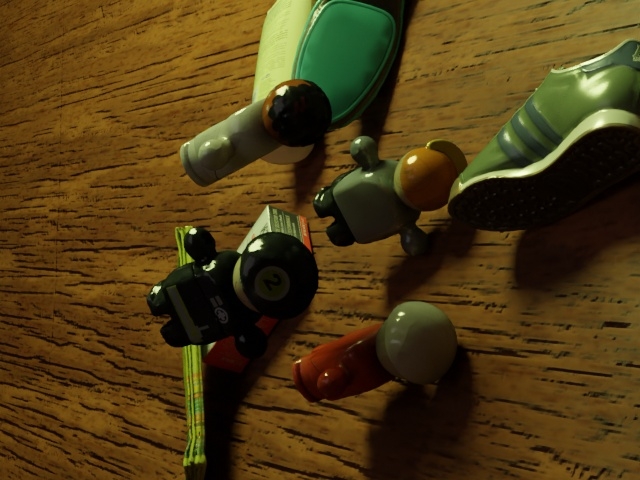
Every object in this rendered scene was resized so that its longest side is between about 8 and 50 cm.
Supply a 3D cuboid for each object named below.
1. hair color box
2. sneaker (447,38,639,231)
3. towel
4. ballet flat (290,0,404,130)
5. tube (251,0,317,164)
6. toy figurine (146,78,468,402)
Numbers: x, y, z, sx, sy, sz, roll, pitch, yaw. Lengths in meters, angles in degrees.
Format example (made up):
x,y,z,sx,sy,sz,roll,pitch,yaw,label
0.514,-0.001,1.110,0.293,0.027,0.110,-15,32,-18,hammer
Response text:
x,y,z,sx,sy,sz,roll,pitch,yaw,label
-0.059,0.045,1.496,0.141,0.043,0.072,-55,29,34,hair color box
0.159,-0.071,1.107,0.192,0.064,0.086,-29,39,56,sneaker
-0.122,0.112,1.528,0.102,0.021,0.237,107,160,-61,towel
0.035,-0.205,1.460,0.087,0.083,0.247,106,180,-84,ballet flat
-0.030,-0.174,1.591,0.070,0.062,0.240,-11,44,12,tube
0.000,0.000,1.206,0.148,0.213,0.209,-22,50,48,toy figurine
